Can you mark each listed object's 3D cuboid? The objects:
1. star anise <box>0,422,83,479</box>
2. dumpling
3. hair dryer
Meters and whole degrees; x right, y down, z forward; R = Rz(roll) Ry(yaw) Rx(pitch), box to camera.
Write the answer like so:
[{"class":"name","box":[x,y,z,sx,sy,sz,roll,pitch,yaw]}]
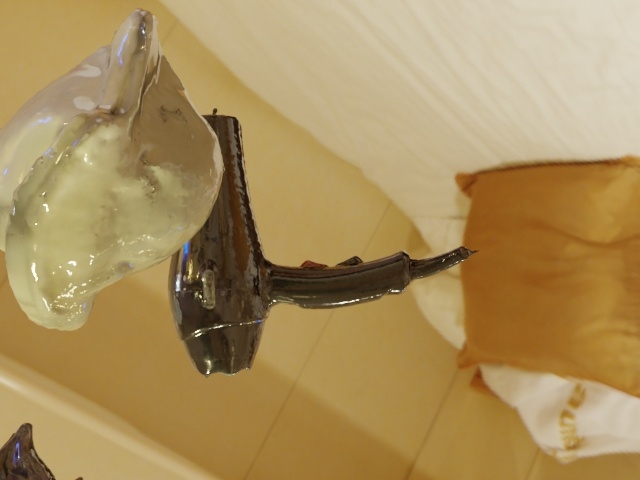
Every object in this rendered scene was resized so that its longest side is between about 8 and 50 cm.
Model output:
[{"class":"star anise","box":[-0.202,0.233,0.573,0.061,0.204,0.180,-17,172,7]},{"class":"dumpling","box":[-0.117,-0.023,0.412,0.118,0.136,0.199,25,140,-3]},{"class":"hair dryer","box":[0.000,0.000,0.722,0.272,0.235,0.091,-1,180,2]}]
